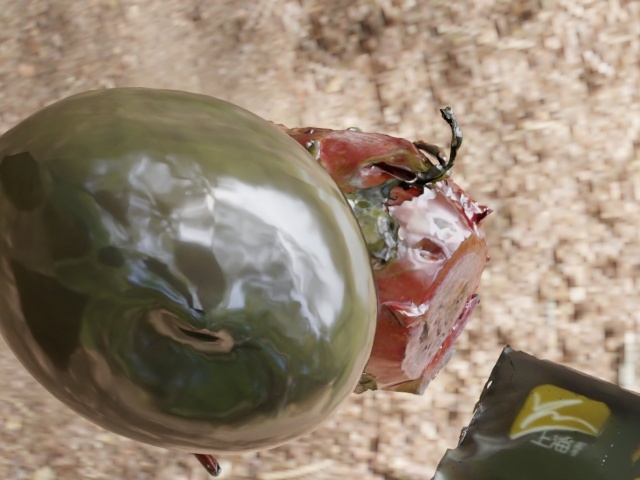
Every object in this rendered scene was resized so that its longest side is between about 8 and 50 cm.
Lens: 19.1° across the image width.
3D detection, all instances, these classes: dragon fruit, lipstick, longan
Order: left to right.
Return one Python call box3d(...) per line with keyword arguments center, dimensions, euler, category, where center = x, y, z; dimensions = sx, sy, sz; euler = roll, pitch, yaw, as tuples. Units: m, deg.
box3d(center=(-0.111, 0.025, 1.458), dimensions=(0.350, 0.288, 0.288), euler=(30, 72, -41), category="longan")
box3d(center=(-0.120, 0.167, 1.672), dimensions=(0.025, 0.025, 0.107), euler=(-27, 59, -23), category="lipstick")
box3d(center=(0.000, 0.000, 1.769), dimensions=(0.291, 0.269, 0.250), euler=(31, 70, 21), category="dragon fruit")

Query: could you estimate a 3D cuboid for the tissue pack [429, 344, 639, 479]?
box3d(center=(0.190, 0.218, 0.659), dimensions=(0.210, 0.370, 0.198), euler=(-54, 154, -39), category="tissue pack")
